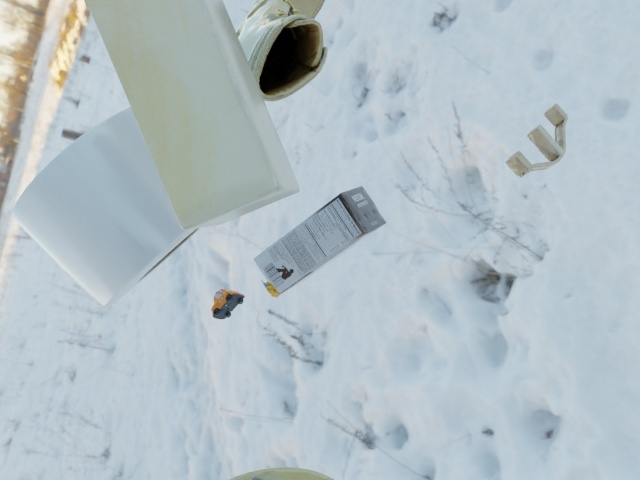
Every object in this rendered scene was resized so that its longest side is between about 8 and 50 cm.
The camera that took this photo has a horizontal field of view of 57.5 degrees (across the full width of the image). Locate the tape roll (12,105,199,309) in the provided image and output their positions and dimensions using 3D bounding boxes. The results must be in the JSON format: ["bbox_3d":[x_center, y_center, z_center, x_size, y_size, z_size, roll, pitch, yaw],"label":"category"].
[{"bbox_3d":[-0.262,-0.046,0.805,0.246,0.169,0.246,-41,7,6],"label":"tape roll"}]

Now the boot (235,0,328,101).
[{"bbox_3d":[-0.043,-0.296,0.812,0.262,0.095,0.203,-50,31,-11],"label":"boot"}]

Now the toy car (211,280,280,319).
[{"bbox_3d":[-0.130,0.096,0.970,0.040,0.122,0.060,48,119,29],"label":"toy car"}]

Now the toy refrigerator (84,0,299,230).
[{"bbox_3d":[-0.116,-0.148,0.480,0.102,0.094,0.270,-39,-73,-82],"label":"toy refrigerator"}]

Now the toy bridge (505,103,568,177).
[{"bbox_3d":[0.357,-0.152,0.923,0.188,0.063,0.026,-44,2,-36],"label":"toy bridge"}]

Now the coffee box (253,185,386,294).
[{"bbox_3d":[0.000,0.000,1.471,0.297,0.168,0.119,-36,85,24],"label":"coffee box"}]

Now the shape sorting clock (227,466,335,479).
[{"bbox_3d":[-0.063,0.362,0.762,0.206,0.206,0.040,-60,20,25],"label":"shape sorting clock"}]
